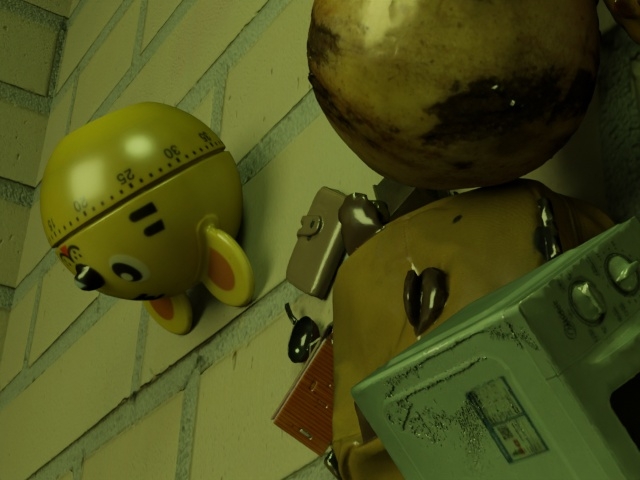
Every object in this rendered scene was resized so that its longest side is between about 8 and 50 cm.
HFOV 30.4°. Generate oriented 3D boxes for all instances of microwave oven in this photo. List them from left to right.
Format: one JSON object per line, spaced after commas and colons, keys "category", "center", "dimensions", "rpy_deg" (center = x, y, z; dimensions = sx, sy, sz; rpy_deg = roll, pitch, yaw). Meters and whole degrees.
{"category": "microwave oven", "center": [0.209, 0.166, 0.881], "dimensions": [0.295, 0.181, 0.237], "rpy_deg": [57, 141, 2]}

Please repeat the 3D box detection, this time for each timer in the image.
{"category": "timer", "center": [-0.280, -0.027, 1.975], "dimensions": [0.376, 0.376, 0.387], "rpy_deg": [-24, 94, 56]}

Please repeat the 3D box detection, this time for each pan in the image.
{"category": "pan", "center": [-0.027, 0.128, 1.676], "dimensions": [0.068, 0.023, 0.115], "rpy_deg": [-58, 31, 25]}

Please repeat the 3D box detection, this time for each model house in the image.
{"category": "model house", "center": [0.013, 0.177, 1.440], "dimensions": [0.219, 0.136, 0.207], "rpy_deg": [-57, 31, 25]}

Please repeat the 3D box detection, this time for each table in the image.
{"category": "table", "center": [0.122, -0.057, 1.468], "dimensions": [0.082, 0.070, 0.083], "rpy_deg": [-49, 32, 29]}

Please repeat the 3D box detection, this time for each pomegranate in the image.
{"category": "pomegranate", "center": [0.126, -0.199, 1.124], "dimensions": [0.322, 0.322, 0.322], "rpy_deg": [-42, 38, 44]}

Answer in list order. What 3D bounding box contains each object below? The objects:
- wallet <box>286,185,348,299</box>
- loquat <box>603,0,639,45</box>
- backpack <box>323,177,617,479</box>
{"category": "wallet", "center": [0.000, 0.000, 1.699], "dimensions": [0.118, 0.038, 0.153], "rpy_deg": [29, 100, 62]}
{"category": "loquat", "center": [0.352, -0.268, 1.035], "dimensions": [0.238, 0.193, 0.238], "rpy_deg": [-26, 41, 25]}
{"category": "backpack", "center": [0.143, 0.093, 1.178], "dimensions": [0.378, 0.201, 0.353], "rpy_deg": [-44, 37, 39]}
